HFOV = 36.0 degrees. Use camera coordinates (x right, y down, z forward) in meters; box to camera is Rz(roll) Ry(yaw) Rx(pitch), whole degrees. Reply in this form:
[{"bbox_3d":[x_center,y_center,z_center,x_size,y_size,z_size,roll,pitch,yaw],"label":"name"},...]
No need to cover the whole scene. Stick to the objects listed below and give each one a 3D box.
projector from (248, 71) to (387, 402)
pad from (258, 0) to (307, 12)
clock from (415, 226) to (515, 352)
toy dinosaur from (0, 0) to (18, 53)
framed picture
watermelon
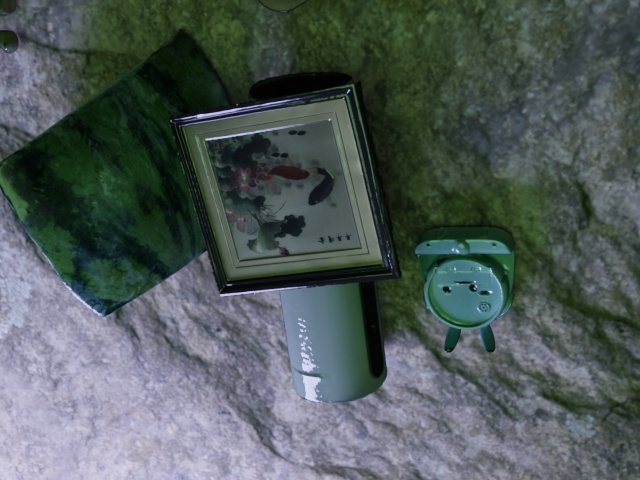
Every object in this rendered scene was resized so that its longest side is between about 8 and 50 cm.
[{"bbox_3d":[0.000,0.000,1.016,0.108,0.108,0.337,-1,113,16],"label":"projector"},{"bbox_3d":[0.015,-0.344,0.917,0.267,0.004,0.181,-26,104,25],"label":"pad"},{"bbox_3d":[0.155,0.052,1.032,0.101,0.041,0.135,-2,112,16],"label":"clock"},{"bbox_3d":[-0.421,-0.243,1.051,0.188,0.075,0.248,7,121,20],"label":"toy dinosaur"},{"bbox_3d":[-0.033,-0.041,0.942,0.195,0.010,0.199,-7,111,20],"label":"framed picture"},{"bbox_3d":[-0.220,-0.061,1.014,0.201,0.261,0.213,-2,119,47],"label":"watermelon"}]
